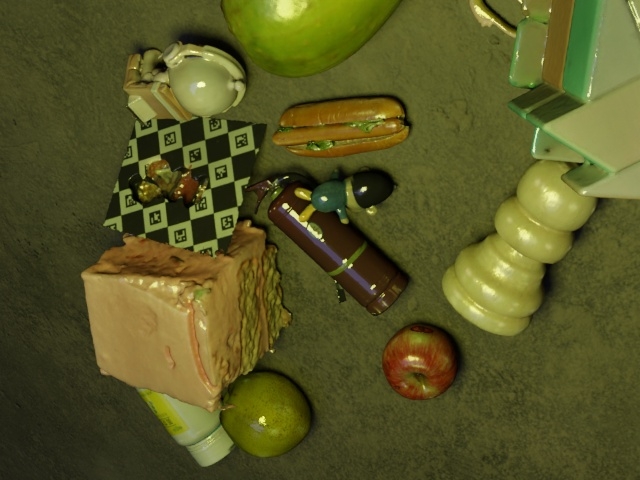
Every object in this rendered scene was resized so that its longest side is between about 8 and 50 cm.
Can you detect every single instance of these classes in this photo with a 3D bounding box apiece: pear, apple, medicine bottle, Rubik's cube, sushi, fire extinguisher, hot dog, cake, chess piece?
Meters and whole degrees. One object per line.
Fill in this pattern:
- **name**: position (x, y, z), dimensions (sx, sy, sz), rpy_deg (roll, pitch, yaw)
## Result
- **pear**: position (-0.121, 0.377, 1.889), dimensions (0.198, 0.198, 0.198), rpy_deg (14, 125, 21)
- **apple**: position (0.188, 0.228, 1.659), dimensions (0.146, 0.131, 0.146), rpy_deg (5, 121, 9)
- **medicine bottle**: position (-0.302, 0.382, 2.020), dimensions (0.143, 0.143, 0.258), rpy_deg (-25, 107, 38)
- **Rubik's cube**: position (0.418, -0.220, 1.089), dimensions (0.368, 0.358, 0.387), rpy_deg (-27, 106, 6)
- **sushi**: position (-0.252, -0.109, 1.675), dimensions (0.290, 0.050, 0.264), rpy_deg (12, 81, 25)
- **fire extinguisher**: position (0.000, 0.000, 1.624), dimensions (0.341, 0.105, 0.141), rpy_deg (43, 113, -5)
- **hot dog**: position (0.032, -0.190, 1.514), dimensions (0.249, 0.068, 0.100), rpy_deg (-3, 117, 30)
- **cake**: position (-0.263, 0.116, 1.720), dimensions (0.314, 0.307, 0.293), rpy_deg (8, 122, 24)
- **chess piece**: position (0.335, 0.000, 1.420), dimensions (0.167, 0.167, 0.299), rpy_deg (33, 126, 7)

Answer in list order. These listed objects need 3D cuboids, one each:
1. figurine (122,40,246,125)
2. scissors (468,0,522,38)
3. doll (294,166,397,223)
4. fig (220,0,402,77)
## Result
- **figurine**: position (-0.233, -0.287, 1.572), dimensions (0.237, 0.141, 0.162), rpy_deg (-5, 145, 29)
- **scissors**: position (0.239, -0.416, 1.282), dimensions (0.317, 0.024, 0.160), rpy_deg (44, 130, -2)
- **doll**: position (0.046, -0.080, 1.551), dimensions (0.179, 0.089, 0.102), rpy_deg (-10, 81, 4)
- **fig**: position (0.001, -0.395, 1.296), dimensions (0.326, 0.258, 0.258), rpy_deg (-27, 105, 21)
